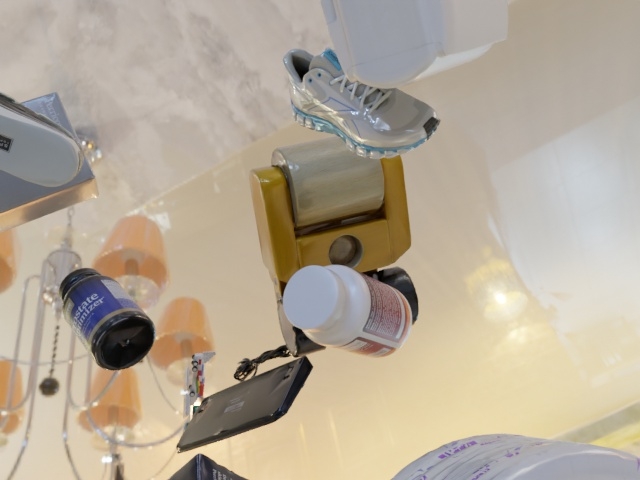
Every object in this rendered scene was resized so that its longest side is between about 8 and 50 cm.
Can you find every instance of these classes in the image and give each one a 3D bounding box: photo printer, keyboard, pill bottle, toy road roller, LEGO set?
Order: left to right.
[{"bbox_3d":[-0.416,0.142,1.228,0.123,0.219,0.122,-23,-51,-32],"label":"pill bottle"},{"bbox_3d":[-0.274,0.356,1.432,0.060,0.182,0.244,4,-24,-16],"label":"LEGO set"},{"bbox_3d":[-0.122,0.263,1.108,0.033,0.201,0.317,45,-46,-17],"label":"keyboard"},{"bbox_3d":[0.000,0.000,0.985,0.203,0.240,0.329,-13,-70,-17],"label":"toy road roller"},{"bbox_3d":[0.030,0.074,0.685,0.086,0.086,0.152,-37,-32,18],"label":"pill bottle"},{"bbox_3d":[0.092,-0.285,0.600,0.107,0.307,0.255,-9,-76,29],"label":"photo printer"}]

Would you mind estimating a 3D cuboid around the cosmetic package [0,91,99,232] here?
[{"bbox_3d":[-0.409,-0.077,0.791,0.238,0.127,0.107,-27,-2,-17],"label":"cosmetic package"}]

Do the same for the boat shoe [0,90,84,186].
[{"bbox_3d":[-0.351,-0.122,0.656,0.219,0.070,0.077,28,-79,-20],"label":"boat shoe"}]

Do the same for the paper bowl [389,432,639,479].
[{"bbox_3d":[0.124,0.270,0.407,0.284,0.284,0.148,10,-14,-23],"label":"paper bowl"}]

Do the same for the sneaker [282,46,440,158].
[{"bbox_3d":[0.027,-0.138,0.608,0.071,0.191,0.083,-45,-43,-22],"label":"sneaker"}]

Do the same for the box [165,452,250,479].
[{"bbox_3d":[-0.067,0.470,0.697,0.179,0.343,0.312,-43,-60,15],"label":"box"}]
